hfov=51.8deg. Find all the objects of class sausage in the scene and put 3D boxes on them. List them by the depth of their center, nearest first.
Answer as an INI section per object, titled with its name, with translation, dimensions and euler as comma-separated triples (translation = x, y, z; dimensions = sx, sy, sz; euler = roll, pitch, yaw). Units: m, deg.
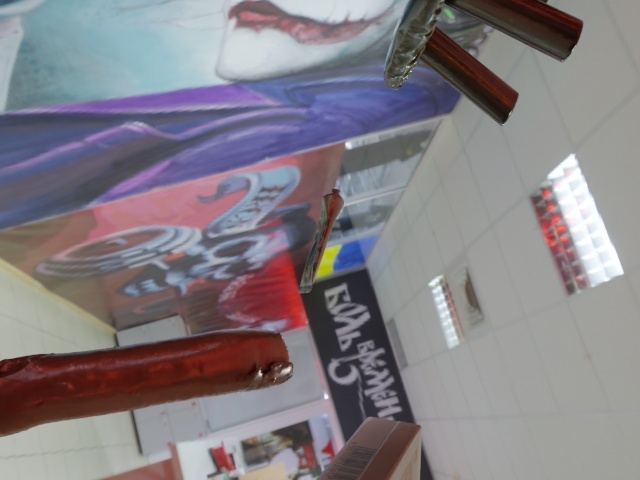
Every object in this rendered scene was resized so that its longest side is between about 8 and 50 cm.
[sausage]
translation = -0.105, 0.076, 0.364
dimensions = 0.043, 0.186, 0.043
euler = 174, -90, -70

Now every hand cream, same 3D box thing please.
[hand cream]
translation = 0.000, 0.000, 0.985
dimensions = 0.057, 0.037, 0.165
euler = -17, -127, 70

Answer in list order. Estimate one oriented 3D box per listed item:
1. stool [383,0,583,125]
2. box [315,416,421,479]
[stool]
translation = 0.250, -0.369, 0.966
dimensions = 0.310, 0.226, 0.311
euler = 112, -2, -75
[box]
translation = 0.034, 0.253, 0.562
dimensions = 0.201, 0.058, 0.141
euler = -17, 110, -68
